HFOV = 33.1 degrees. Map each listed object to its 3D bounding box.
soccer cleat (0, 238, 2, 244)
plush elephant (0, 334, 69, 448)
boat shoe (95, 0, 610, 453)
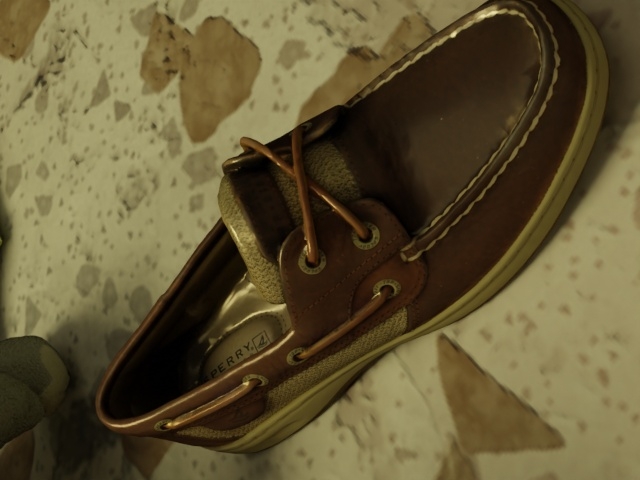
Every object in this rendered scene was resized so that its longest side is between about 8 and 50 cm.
[{"bbox_3d":[-0.315,-0.024,0.894,0.121,0.093,0.289,-5,73,10],"label":"soccer cleat"},{"bbox_3d":[-0.252,0.231,0.662,0.272,0.330,0.255,-43,78,5],"label":"plush elephant"},{"bbox_3d":[0.000,0.000,0.568,0.342,0.123,0.123,-43,57,28],"label":"boat shoe"}]
